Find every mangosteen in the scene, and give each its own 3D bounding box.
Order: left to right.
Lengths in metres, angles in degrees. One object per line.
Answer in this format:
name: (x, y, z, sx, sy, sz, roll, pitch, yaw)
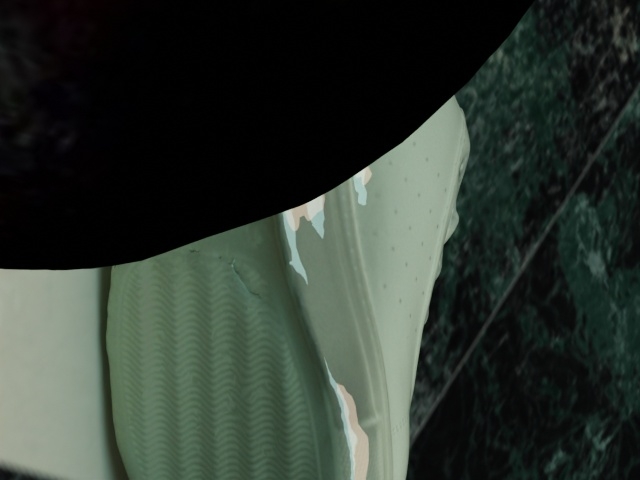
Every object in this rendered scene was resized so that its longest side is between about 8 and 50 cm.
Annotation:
mangosteen: (-0.116, -0.192, 0.517, 0.435, 0.382, 0.382, 15, 84, -10)

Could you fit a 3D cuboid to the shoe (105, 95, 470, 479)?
shoe: (0.000, 0.000, 0.821, 0.160, 0.131, 0.363, -15, 104, -52)
